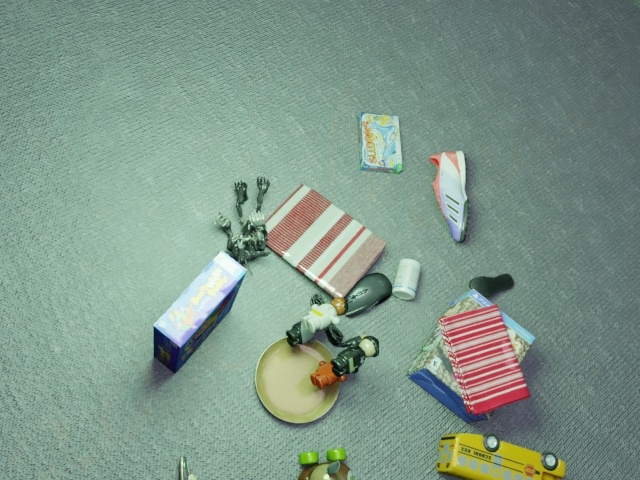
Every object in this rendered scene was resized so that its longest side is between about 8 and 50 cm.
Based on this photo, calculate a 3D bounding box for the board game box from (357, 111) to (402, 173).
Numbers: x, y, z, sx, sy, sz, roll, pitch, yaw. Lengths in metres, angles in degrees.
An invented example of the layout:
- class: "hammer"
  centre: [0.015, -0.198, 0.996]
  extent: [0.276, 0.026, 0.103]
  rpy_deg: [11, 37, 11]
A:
- class: "board game box"
  centre: [0.193, -0.320, 2.051]
  extent: [0.136, 0.035, 0.201]
  rpy_deg: [3, 69, -14]

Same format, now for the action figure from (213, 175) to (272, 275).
- class: "action figure"
  centre: [-0.216, -0.046, 1.771]
  extent: [0.164, 0.141, 0.275]
  rpy_deg: [-3, 65, 14]

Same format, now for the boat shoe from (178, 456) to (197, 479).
- class: "boat shoe"
  centre: [-0.324, 0.602, 1.547]
  extent: [0.043, 0.049, 0.137]
  rpy_deg: [-4, 73, -20]

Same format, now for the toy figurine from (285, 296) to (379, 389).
- class: "toy figurine"
  centre: [0.032, 0.265, 1.652]
  extent: [0.148, 0.213, 0.209]
  rpy_deg: [-26, 75, -32]

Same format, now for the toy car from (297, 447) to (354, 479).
- class: "toy car"
  centre: [0.029, 0.603, 1.564]
  extent: [0.149, 0.188, 0.155]
  rpy_deg: [-1, 70, -16]

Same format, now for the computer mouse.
- class: "computer mouse"
  centre: [0.117, 0.197, 1.817]
  extent: [0.262, 0.060, 0.184]
  rpy_deg: [-18, 74, -20]

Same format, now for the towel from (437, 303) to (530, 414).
- class: "towel"
  centre: [0.450, 0.322, 1.718]
  extent: [0.199, 0.031, 0.274]
  rpy_deg: [-10, 72, -19]

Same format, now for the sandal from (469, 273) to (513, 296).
- class: "sandal"
  centre: [0.533, 0.143, 1.968]
  extent: [0.179, 0.040, 0.067]
  rpy_deg: [-6, 76, -32]

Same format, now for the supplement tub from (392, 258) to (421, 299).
- class: "supplement tub"
  centre: [0.259, 0.117, 1.881]
  extent: [0.071, 0.071, 0.107]
  rpy_deg: [21, 66, -7]

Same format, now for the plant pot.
- class: "plant pot"
  centre: [-0.063, 0.378, 1.713]
  extent: [0.236, 0.032, 0.236]
  rpy_deg: [6, 68, -14]

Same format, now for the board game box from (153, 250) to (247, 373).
- class: "board game box"
  centre: [-0.305, 0.188, 1.548]
  extent: [0.078, 0.347, 0.233]
  rpy_deg: [39, 64, 2]

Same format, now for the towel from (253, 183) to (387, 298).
- class: "towel"
  centre: [0.000, 0.000, 1.852]
  extent: [0.329, 0.037, 0.237]
  rpy_deg: [37, 65, 13]

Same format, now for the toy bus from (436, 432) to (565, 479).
- class: "toy bus"
  centre: [0.499, 0.618, 1.730]
  extent: [0.333, 0.108, 0.130]
  rpy_deg: [19, 66, -7]

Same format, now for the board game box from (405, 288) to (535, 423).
- class: "board game box"
  centre: [0.432, 0.333, 1.804]
  extent: [0.232, 0.141, 0.291]
  rpy_deg: [38, 65, 1]

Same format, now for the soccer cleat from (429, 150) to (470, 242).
- class: "soccer cleat"
  centre: [0.416, -0.140, 2.017]
  extent: [0.117, 0.108, 0.318]
  rpy_deg: [-1, 70, 6]
